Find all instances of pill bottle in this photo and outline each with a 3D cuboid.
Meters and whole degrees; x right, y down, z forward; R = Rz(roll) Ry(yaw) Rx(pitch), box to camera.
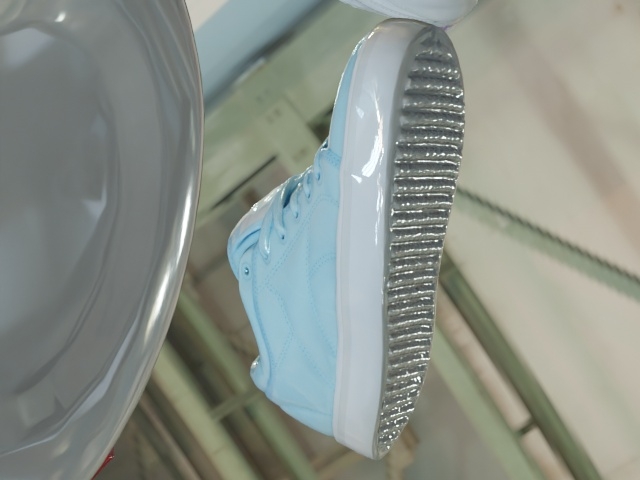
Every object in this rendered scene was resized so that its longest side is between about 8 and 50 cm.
[{"bbox_3d":[-0.204,-0.032,0.432,0.181,0.323,0.181,-36,-48,-56],"label":"pill bottle"}]

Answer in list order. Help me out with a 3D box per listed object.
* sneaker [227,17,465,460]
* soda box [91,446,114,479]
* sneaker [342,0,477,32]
[{"bbox_3d":[0.000,0.000,1.158,0.150,0.366,0.135,20,-138,17],"label":"sneaker"},{"bbox_3d":[-0.318,0.142,1.569,0.263,0.083,0.092,30,-155,-25],"label":"soda box"},{"bbox_3d":[-0.019,-0.239,1.246,0.305,0.152,0.114,31,-108,12],"label":"sneaker"}]
